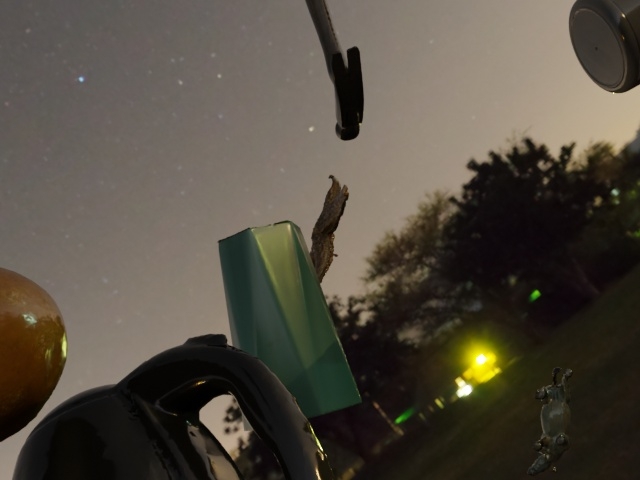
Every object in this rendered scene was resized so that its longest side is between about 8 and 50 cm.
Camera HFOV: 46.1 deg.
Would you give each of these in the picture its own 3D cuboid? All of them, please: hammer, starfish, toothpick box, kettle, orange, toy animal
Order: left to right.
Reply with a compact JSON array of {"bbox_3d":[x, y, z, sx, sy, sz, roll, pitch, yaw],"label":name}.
[{"bbox_3d":[-0.267,0.086,0.551,0.155,0.155,0.134,-10,-75,-65],"label":"orange"},{"bbox_3d":[-0.115,0.240,0.589,0.321,0.324,0.228,-44,-33,22],"label":"kettle"},{"bbox_3d":[-0.013,-0.375,1.156,0.044,0.439,0.168,-15,-19,-6],"label":"hammer"},{"bbox_3d":[0.005,0.003,1.198,0.295,0.048,0.231,137,152,-75],"label":"starfish"},{"bbox_3d":[0.452,0.357,1.465,0.176,0.074,0.216,38,-120,-68],"label":"toy animal"},{"bbox_3d":[0.675,-0.456,1.475,0.317,0.229,0.229,-28,-14,-3],"label":"toothpick box"}]

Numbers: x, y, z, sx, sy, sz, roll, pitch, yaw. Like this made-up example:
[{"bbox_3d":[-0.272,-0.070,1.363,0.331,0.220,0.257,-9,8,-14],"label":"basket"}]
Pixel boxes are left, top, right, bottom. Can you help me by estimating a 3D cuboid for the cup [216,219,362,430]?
[{"bbox_3d":[-0.052,0.104,0.922,0.148,0.235,0.134,-17,-12,4],"label":"cup"}]
